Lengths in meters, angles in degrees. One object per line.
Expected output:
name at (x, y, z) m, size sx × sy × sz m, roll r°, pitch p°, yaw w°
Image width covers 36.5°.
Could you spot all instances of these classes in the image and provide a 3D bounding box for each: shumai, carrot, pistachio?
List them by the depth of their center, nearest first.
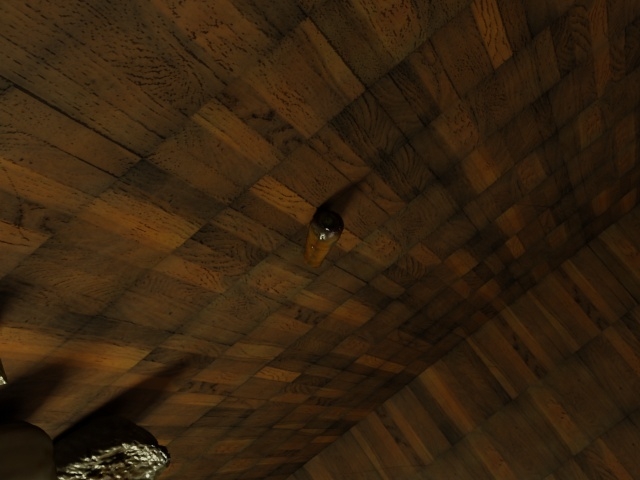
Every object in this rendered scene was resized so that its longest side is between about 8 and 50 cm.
pistachio at (-0.515, 0.374, 1.431) m, size 0.288 × 0.166 × 0.197 m, roll -33°, pitch 137°, yaw 3°
carrot at (0.000, 0.000, 1.612) m, size 0.055 × 0.055 × 0.161 m, roll -28°, pitch 166°, yaw -22°
shumai at (-0.397, 0.400, 1.743) m, size 0.218 × 0.184 × 0.185 m, roll -47°, pitch -164°, yaw -5°

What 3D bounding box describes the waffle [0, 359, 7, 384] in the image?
waffle at (-0.429, 0.103, 1.172) m, size 0.023 × 0.097 × 0.153 m, roll -31°, pitch 128°, yaw -10°
